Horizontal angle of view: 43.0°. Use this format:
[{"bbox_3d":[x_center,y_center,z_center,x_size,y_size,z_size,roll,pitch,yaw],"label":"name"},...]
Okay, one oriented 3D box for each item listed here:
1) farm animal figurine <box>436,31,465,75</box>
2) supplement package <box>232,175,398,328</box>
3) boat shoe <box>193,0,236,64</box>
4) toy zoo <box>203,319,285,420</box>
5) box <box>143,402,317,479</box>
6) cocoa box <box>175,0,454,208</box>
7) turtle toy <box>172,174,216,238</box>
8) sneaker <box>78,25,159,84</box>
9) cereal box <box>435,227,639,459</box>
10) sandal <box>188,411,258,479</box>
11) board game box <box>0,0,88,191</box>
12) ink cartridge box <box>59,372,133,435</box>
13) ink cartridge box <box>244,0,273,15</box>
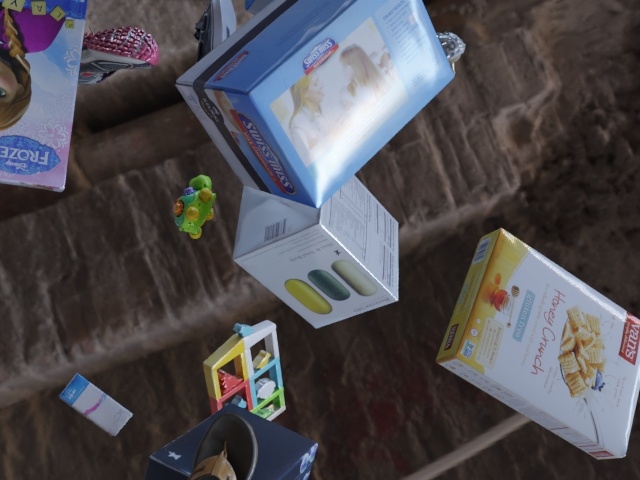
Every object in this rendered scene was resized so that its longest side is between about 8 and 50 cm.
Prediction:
[{"bbox_3d":[0.106,-0.434,1.809,0.327,0.330,0.172,25,-49,44],"label":"farm animal figurine"},{"bbox_3d":[0.000,0.000,1.552,0.262,0.199,0.198,44,37,-38],"label":"supplement package"},{"bbox_3d":[-0.211,-0.402,1.583,0.080,0.076,0.228,55,27,-58],"label":"boat shoe"},{"bbox_3d":[-0.165,0.305,1.790,0.030,0.192,0.293,21,-51,38],"label":"toy zoo"},{"bbox_3d":[-0.196,0.558,1.524,0.293,0.212,0.395,-20,127,-66],"label":"box"},{"bbox_3d":[-0.002,-0.259,1.303,0.228,0.347,0.231,21,-30,50],"label":"cocoa box"},{"bbox_3d":[-0.247,-0.072,1.598,0.066,0.130,0.095,24,-29,9],"label":"turtle toy"},{"bbox_3d":[-0.490,-0.411,1.834,0.121,0.299,0.112,-59,145,-43],"label":"sneaker"},{"bbox_3d":[0.263,0.119,0.930,0.240,0.173,0.047,31,-27,-13],"label":"cereal box"},{"bbox_3d":[-0.156,0.339,1.108,0.090,0.219,0.060,31,-20,6],"label":"sandal"},{"bbox_3d":[-0.517,-0.249,1.180,0.066,0.318,0.318,178,-82,-69],"label":"board game box"},{"bbox_3d":[-0.402,0.296,1.454,0.122,0.052,0.088,37,-21,-6],"label":"ink cartridge box"},{"bbox_3d":[-0.071,-0.511,1.483,0.139,0.082,0.191,-43,-141,41],"label":"ink cartridge box"}]
